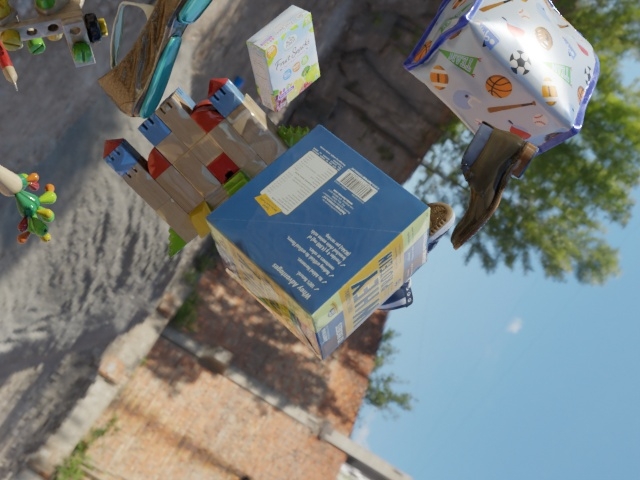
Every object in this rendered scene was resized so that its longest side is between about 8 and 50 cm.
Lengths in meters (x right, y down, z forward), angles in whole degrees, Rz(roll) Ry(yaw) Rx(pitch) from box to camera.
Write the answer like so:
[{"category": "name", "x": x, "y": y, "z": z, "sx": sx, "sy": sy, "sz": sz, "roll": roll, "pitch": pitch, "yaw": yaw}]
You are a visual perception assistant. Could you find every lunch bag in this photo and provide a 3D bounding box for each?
[{"category": "lunch bag", "x": 0.392, "y": -0.391, "z": 1.583, "sx": 0.239, "sy": 0.328, "sz": 0.385, "roll": -28, "pitch": -155, "yaw": 51}]

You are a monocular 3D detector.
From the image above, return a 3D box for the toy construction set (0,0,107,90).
[{"category": "toy construction set", "x": -0.558, "y": -0.407, "z": 1.513, "sx": 0.257, "sy": 0.237, "sz": 0.309, "roll": -13, "pitch": 159, "yaw": -40}]

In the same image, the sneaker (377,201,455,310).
[{"category": "sneaker", "x": 0.193, "y": 0.043, "z": 1.675, "sx": 0.282, "sy": 0.153, "sz": 0.099, "roll": -37, "pitch": -140, "yaw": 9}]

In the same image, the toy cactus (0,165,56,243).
[{"category": "toy cactus", "x": -0.647, "y": -0.094, "z": 1.653, "sx": 0.112, "sy": 0.180, "sz": 0.219, "roll": -28, "pitch": -132, "yaw": 7}]

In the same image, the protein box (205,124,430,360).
[{"category": "protein box", "x": 0.000, "y": 0.000, "z": 0.991, "sx": 0.201, "sy": 0.200, "sz": 0.136, "roll": -42, "pitch": 154, "yaw": -17}]

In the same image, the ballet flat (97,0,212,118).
[{"category": "ballet flat", "x": -0.255, "y": -0.362, "z": 1.228, "sx": 0.342, "sy": 0.124, "sz": 0.116, "roll": -57, "pitch": -179, "yaw": 17}]

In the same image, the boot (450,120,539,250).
[{"category": "boot", "x": 0.261, "y": -0.095, "z": 1.302, "sx": 0.219, "sy": 0.106, "sz": 0.082, "roll": -54, "pitch": 175, "yaw": 1}]

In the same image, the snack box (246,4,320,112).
[{"category": "snack box", "x": -0.091, "y": -0.460, "z": 1.958, "sx": 0.174, "sy": 0.070, "sz": 0.207, "roll": -45, "pitch": 148, "yaw": -23}]

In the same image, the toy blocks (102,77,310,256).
[{"category": "toy blocks", "x": -0.248, "y": -0.186, "z": 1.550, "sx": 0.381, "sy": 0.261, "sz": 0.191, "roll": -38, "pitch": -162, "yaw": 14}]
